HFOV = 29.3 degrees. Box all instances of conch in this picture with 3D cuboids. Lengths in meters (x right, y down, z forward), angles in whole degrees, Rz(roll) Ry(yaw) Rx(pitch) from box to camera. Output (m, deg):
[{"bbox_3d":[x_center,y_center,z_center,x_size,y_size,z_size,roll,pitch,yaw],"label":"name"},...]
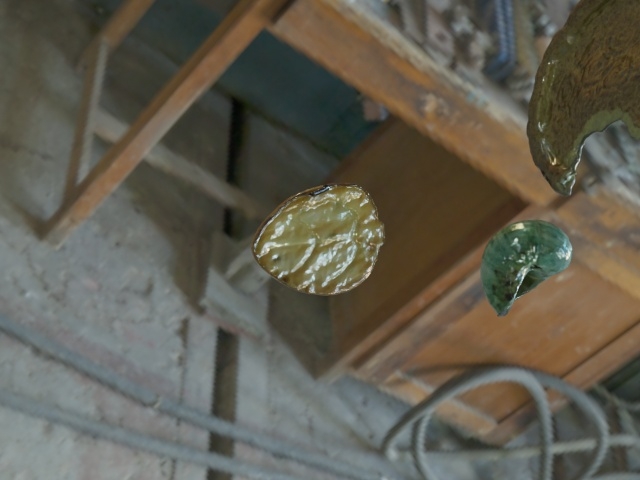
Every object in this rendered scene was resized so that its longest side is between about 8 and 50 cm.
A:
[{"bbox_3d":[0.379,0.037,2.263,0.188,0.176,0.122,-27,46,-17],"label":"conch"}]

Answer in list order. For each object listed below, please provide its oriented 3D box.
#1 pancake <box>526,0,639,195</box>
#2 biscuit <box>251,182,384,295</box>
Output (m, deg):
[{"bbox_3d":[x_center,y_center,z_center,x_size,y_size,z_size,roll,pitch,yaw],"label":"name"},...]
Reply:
[{"bbox_3d":[0.330,-0.184,1.402,0.033,0.286,0.288,18,11,-24],"label":"pancake"},{"bbox_3d":[-0.003,-0.002,2.126,0.260,0.203,0.041,-8,18,-26],"label":"biscuit"}]
